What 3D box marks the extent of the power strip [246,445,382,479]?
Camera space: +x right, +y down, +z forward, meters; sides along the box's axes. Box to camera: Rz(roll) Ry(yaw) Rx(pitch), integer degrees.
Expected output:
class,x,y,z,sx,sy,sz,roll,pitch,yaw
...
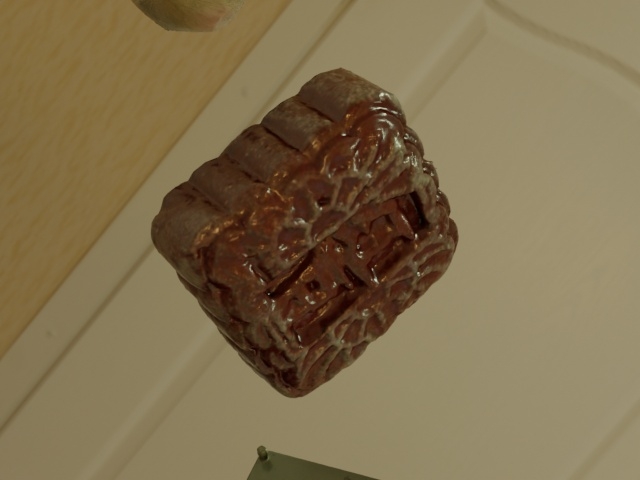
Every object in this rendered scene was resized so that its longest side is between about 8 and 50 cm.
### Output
class,x,y,z,sx,sy,sz,roll,pitch,yaw
power strip,0.009,0.300,1.003,0.216,0.145,0.061,8,-43,22

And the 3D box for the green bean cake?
class,x,y,z,sx,sy,sz,roll,pitch,yaw
green bean cake,0.000,0.000,0.497,0.056,0.135,0.135,34,-18,46

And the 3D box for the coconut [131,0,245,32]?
class,x,y,z,sx,sy,sz,roll,pitch,yaw
coconut,-0.100,-0.217,0.772,0.110,0.110,0.124,39,34,-13
